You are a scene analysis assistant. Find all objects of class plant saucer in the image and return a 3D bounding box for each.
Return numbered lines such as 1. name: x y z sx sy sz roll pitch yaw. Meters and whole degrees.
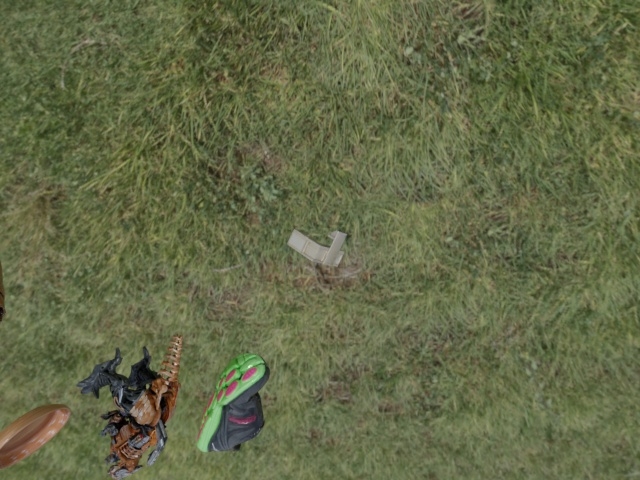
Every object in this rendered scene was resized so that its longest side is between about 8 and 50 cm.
1. plant saucer: -0.696 0.459 1.239 0.037 0.200 0.200 44 125 14

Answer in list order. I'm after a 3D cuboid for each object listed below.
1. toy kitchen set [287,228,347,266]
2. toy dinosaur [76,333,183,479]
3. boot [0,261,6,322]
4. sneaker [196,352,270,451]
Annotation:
1. toy kitchen set: 0.000 0.000 0.994 0.083 0.075 0.068 16 103 -53
2. toy dinosaur: -0.377 0.347 1.124 0.322 0.218 0.164 -48 147 -10
3. boot: -0.844 0.146 1.283 0.109 0.220 0.283 3 139 -51
4. sneaker: -0.271 0.565 1.798 0.202 0.185 0.483 19 125 -16
